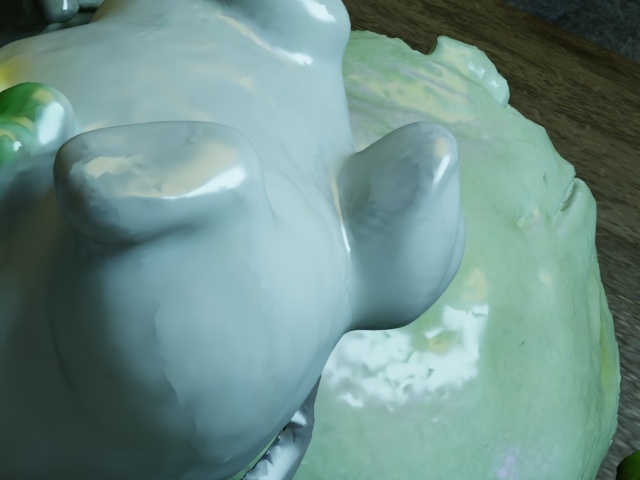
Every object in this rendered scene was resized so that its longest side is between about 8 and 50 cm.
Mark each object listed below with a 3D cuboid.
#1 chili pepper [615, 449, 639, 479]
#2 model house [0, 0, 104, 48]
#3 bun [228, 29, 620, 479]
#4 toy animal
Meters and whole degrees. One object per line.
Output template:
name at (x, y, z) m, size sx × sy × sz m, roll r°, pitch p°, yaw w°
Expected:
chili pepper at (0.150, 0.140, 0.689) m, size 0.085 × 0.076 × 0.359 m, roll 34°, pitch 8°, yaw 0°
model house at (-0.175, -0.083, 0.769) m, size 0.122 × 0.229 × 0.188 m, roll 61°, pitch -4°, yaw -8°
bun at (0.000, 0.000, 0.763) m, size 0.283 × 0.179 × 0.283 m, roll 20°, pitch 17°, yaw -7°
toy animal at (-0.136, 0.011, 0.518) m, size 0.325 × 0.154 × 0.208 m, roll -22°, pitch 39°, yaw -18°
